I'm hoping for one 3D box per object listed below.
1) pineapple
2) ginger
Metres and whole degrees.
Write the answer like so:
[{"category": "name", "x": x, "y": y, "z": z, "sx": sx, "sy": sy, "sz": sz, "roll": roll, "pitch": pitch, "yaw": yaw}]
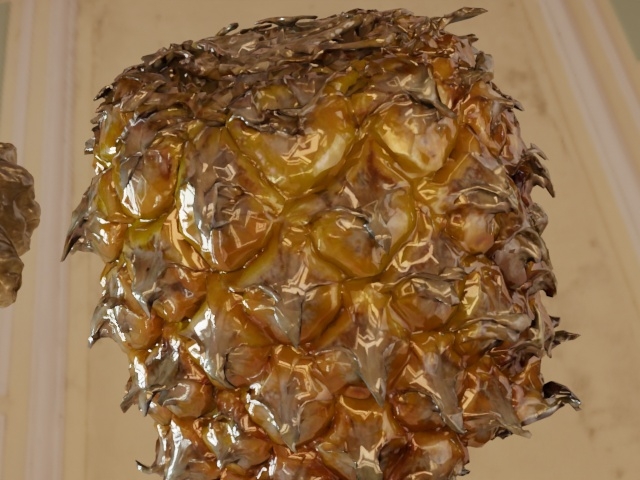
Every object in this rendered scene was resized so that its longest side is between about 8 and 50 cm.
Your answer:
[{"category": "pineapple", "x": 0.002, "y": 0.000, "z": 0.762, "sx": 0.352, "sy": 0.300, "sz": 0.352, "roll": -9, "pitch": -162, "yaw": 3}, {"category": "ginger", "x": -0.271, "y": -0.022, "z": 0.820, "sx": 0.213, "sy": 0.074, "sz": 0.137, "roll": 14, "pitch": -117, "yaw": 39}]
